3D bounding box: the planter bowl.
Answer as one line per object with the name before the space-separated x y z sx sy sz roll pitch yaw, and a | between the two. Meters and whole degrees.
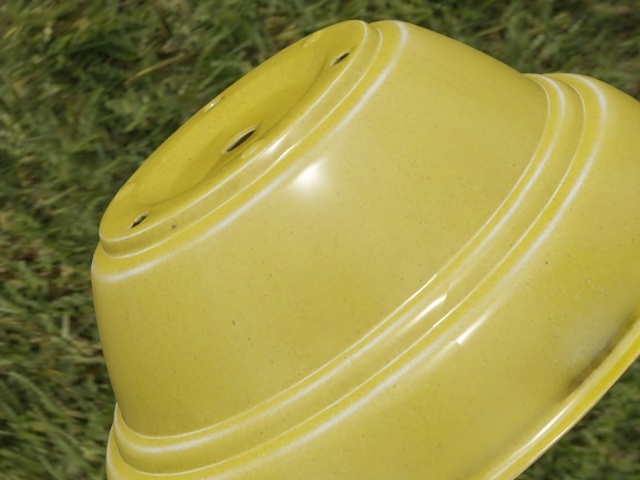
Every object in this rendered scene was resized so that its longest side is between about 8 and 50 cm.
planter bowl | 0.000 0.000 0.480 0.217 0.217 0.090 -45 108 -17
